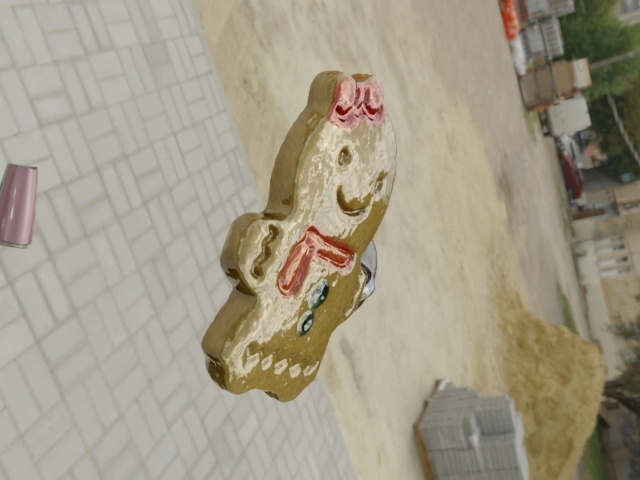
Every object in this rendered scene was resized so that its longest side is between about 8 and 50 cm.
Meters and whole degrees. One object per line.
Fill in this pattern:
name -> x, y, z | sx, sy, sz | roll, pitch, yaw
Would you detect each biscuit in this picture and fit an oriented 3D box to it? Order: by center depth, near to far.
biscuit -> 0.000, 0.000, 0.467 | 0.166, 0.036, 0.225 | 34, 78, -57

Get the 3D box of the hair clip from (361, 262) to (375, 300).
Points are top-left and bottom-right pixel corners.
hair clip -> 0.019, 0.063, 1.041 | 0.172, 0.116, 0.049 | -22, 135, -44

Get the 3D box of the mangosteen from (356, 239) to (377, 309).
mangosteen -> -0.017, 0.041, 1.374 | 0.265, 0.228, 0.228 | 21, 50, -23

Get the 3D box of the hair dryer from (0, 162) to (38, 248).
hair dryer -> -0.425, -0.049, 0.915 | 0.054, 0.154, 0.106 | 9, 89, -48
